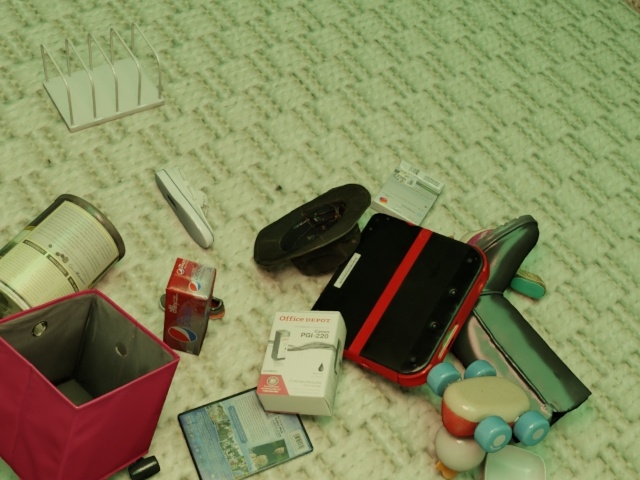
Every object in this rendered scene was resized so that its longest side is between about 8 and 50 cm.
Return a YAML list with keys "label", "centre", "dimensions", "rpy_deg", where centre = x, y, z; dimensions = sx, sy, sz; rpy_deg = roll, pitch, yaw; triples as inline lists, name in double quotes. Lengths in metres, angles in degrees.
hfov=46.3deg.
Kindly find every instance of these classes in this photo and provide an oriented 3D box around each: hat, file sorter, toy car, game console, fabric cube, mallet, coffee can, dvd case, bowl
- label: "hat"
  centre: [0.000, 0.000, 1.875]
  dimensions: [0.331, 0.331, 0.134]
  rpy_deg: [-48, 121, -34]
- label: "file sorter"
  centre: [-0.590, -0.455, 2.035]
  dimensions: [0.277, 0.173, 0.193]
  rpy_deg: [-23, 65, -27]
- label: "toy car"
  centre: [0.334, 0.422, 1.642]
  dimensions: [0.210, 0.238, 0.219]
  rpy_deg: [1, 29, -31]
- label: "game console"
  centre: [0.185, 0.131, 1.791]
  dimensions: [0.341, 0.060, 0.387]
  rpy_deg: [21, 65, 30]
- label: "fabric cube"
  centre: [-0.469, 0.290, 1.430]
  dimensions: [0.259, 0.258, 0.254]
  rpy_deg: [34, 30, 22]
- label: "mallet"
  centre: [-0.407, 0.420, 1.565]
  dimensions: [0.062, 0.039, 0.190]
  rpy_deg: [-30, 63, -26]
- label: "coffee can"
  centre: [-0.600, 0.058, 1.660]
  dimensions: [0.201, 0.202, 0.275]
  rpy_deg: [32, 55, 9]
- label: "dvd case"
  centre: [-0.163, 0.418, 1.629]
  dimensions: [0.253, 0.022, 0.180]
  rpy_deg: [-16, 60, -22]
- label: "bowl"
  centre: [0.427, 0.535, 1.670]
  dimensions: [0.142, 0.053, 0.142]
  rpy_deg: [16, 54, -1]

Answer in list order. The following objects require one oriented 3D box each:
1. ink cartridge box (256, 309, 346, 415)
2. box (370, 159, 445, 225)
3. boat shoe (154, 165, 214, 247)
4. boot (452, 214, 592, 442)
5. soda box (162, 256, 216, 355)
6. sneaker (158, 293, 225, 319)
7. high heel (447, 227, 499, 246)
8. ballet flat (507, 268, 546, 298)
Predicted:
- label: "ink cartridge box"
  centre: [-0.039, 0.267, 1.665]
  dimensions: [0.158, 0.092, 0.218]
  rpy_deg: [0, 50, 15]
- label: "box"
  centre: [0.245, -0.126, 2.091]
  dimensions: [0.145, 0.038, 0.186]
  rpy_deg: [30, 54, 8]
- label: "boat shoe"
  centre: [-0.327, -0.096, 1.898]
  dimensions: [0.084, 0.095, 0.258]
  rpy_deg: [-27, 67, -23]
- label: "boot"
  centre: [0.493, 0.205, 1.804]
  dimensions: [0.367, 0.146, 0.445]
  rpy_deg: [-36, 63, 3]
- label: "soda box"
  centre: [-0.288, 0.149, 1.634]
  dimensions: [0.092, 0.263, 0.084]
  rpy_deg: [16, 53, -3]
- label: "sneaker"
  centre: [-0.300, 0.140, 1.760]
  dimensions: [0.157, 0.065, 0.061]
  rpy_deg: [7, 55, -9]
- label: "high heel"
  centre: [0.414, 0.033, 2.014]
  dimensions: [0.244, 0.082, 0.117]
  rpy_deg: [-10, 87, -34]
- label: "ballet flat"
  centre: [0.501, 0.094, 1.995]
  dimensions: [0.206, 0.073, 0.067]
  rpy_deg: [26, 27, 2]
